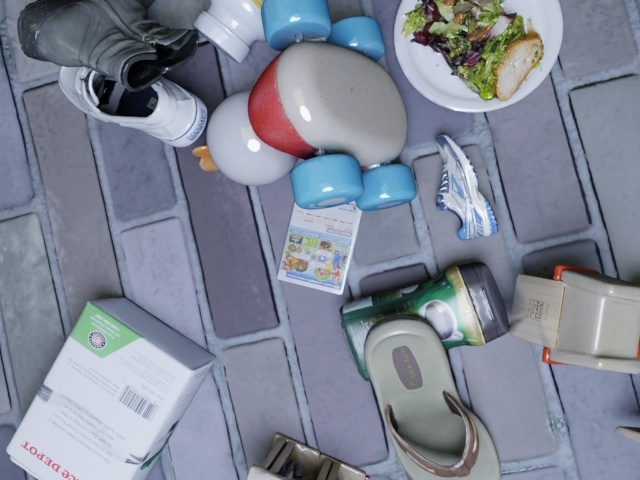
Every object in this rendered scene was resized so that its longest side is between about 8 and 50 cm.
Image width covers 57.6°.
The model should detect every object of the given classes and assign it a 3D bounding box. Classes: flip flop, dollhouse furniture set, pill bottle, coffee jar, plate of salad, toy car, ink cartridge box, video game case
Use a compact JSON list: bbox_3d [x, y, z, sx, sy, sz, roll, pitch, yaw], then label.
[{"bbox_3d":[0.127,0.205,0.645,0.112,0.080,0.277,-21,115,6],"label":"flip flop"},{"bbox_3d":[-0.037,0.352,0.679,0.129,0.129,0.183,21,91,9],"label":"dollhouse furniture set"},{"bbox_3d":[-0.072,-0.313,0.711,0.103,0.103,0.184,39,95,8],"label":"pill bottle"},{"bbox_3d":[0.121,0.093,0.684,0.184,0.079,0.096,-19,91,9],"label":"coffee jar"},{"bbox_3d":[0.188,-0.254,0.696,0.200,0.048,0.200,0,89,10],"label":"plate of salad"},{"bbox_3d":[0.354,0.087,0.618,0.259,0.135,0.262,8,90,-17],"label":"dollhouse furniture set"},{"bbox_3d":[-0.040,-0.128,0.688,0.238,0.210,0.219,-16,82,37],"label":"toy car"},{"bbox_3d":[-0.262,0.207,0.737,0.160,0.092,0.219,31,94,9],"label":"ink cartridge box"},{"bbox_3d":[0.000,0.000,0.740,0.087,0.011,0.122,13,91,9],"label":"video game case"}]

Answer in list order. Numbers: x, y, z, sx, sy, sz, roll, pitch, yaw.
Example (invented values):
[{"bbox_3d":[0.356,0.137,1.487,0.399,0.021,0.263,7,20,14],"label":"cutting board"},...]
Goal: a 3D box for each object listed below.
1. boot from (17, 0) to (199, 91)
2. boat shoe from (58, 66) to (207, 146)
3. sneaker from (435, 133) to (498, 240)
[{"bbox_3d":[-0.212,-0.253,0.690,0.161,0.246,0.083,20,136,8],"label":"boot"},{"bbox_3d":[-0.253,-0.191,0.716,0.258,0.084,0.095,21,90,29],"label":"boat shoe"},{"bbox_3d":[0.161,-0.061,0.696,0.058,0.052,0.135,-24,85,12],"label":"sneaker"}]
